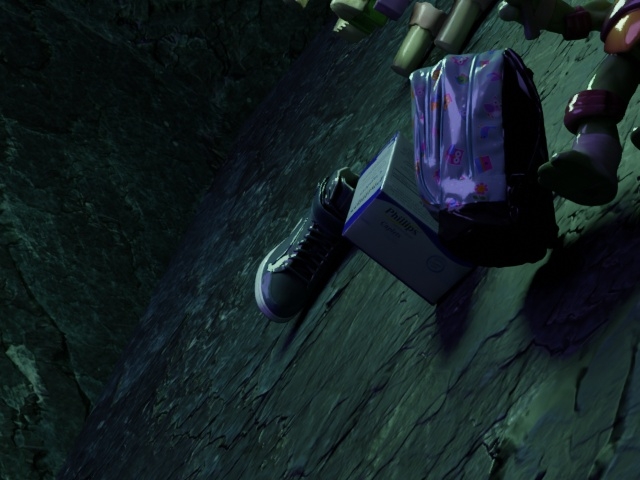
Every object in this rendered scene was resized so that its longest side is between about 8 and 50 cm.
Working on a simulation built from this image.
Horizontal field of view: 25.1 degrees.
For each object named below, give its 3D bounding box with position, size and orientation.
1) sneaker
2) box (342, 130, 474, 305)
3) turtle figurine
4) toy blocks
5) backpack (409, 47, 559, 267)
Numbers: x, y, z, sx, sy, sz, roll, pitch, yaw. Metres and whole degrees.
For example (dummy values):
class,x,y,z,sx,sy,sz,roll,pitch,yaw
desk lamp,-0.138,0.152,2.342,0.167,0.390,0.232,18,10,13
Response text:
class,x,y,z,sx,sy,sz,roll,pitch,yaw
sneaker,-0.001,-0.002,1.958,0.163,0.086,0.226,-45,13,52
box,0.098,-0.024,1.482,0.072,0.126,0.137,-46,12,29
turtle figurine,0.229,-0.184,1.136,0.275,0.197,0.266,72,-156,-55
toy blocks,0.119,-0.457,2.270,0.260,0.309,0.288,-62,12,-10
backpack,0.140,-0.077,1.244,0.152,0.115,0.182,46,-141,-70
